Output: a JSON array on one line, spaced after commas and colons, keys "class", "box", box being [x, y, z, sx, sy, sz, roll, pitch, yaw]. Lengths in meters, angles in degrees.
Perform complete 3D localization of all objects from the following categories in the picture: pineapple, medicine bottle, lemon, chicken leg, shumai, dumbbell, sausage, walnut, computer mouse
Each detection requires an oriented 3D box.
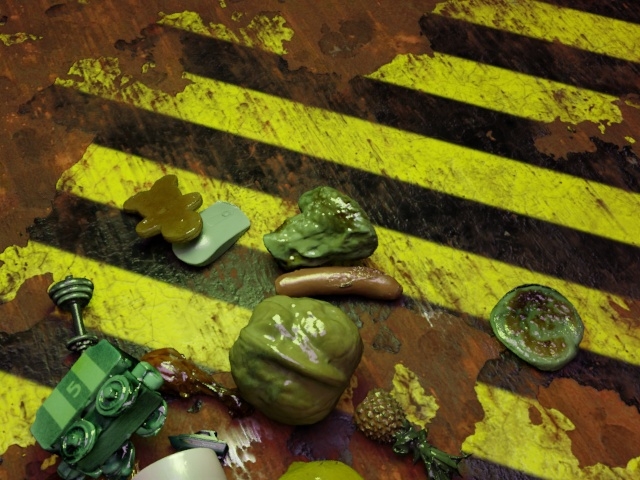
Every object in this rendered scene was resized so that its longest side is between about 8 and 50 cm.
[{"class": "pineapple", "box": [0.204, 0.447, 1.733, 0.277, 0.130, 0.119, 34, 75, 17]}, {"class": "medicine bottle", "box": [-0.249, 0.599, 1.555, 0.241, 0.241, 0.301, -22, 61, -14]}, {"class": "lemon", "box": [0.007, 0.579, 1.574, 0.268, 0.267, 0.267, 1, 58, -1]}, {"class": "chicken leg", "box": [-0.289, 0.332, 1.823, 0.305, 0.093, 0.113, 19, 48, 6]}, {"class": "shumai", "box": [0.000, 0.000, 1.958, 0.272, 0.222, 0.203, -4, 37, 51]}, {"class": "dumbbell", "box": [-0.593, 0.200, 1.892, 0.110, 0.110, 0.254, -15, 66, -11]}, {"class": "sausage", "box": [0.047, 0.109, 1.970, 0.327, 0.079, 0.087, -1, 88, 0]}, {"class": "walnut", "box": [-0.057, 0.266, 1.764, 0.277, 0.253, 0.282, 24, 60, 13]}, {"class": "computer mouse", "box": [-0.291, -0.023, 2.053, 0.128, 0.079, 0.231, 32, 59, 15]}]

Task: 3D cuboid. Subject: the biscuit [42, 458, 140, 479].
[{"class": "biscuit", "box": [-0.479, 0.558, 1.702, 0.281, 0.043, 0.183, 14, 55, 4]}]

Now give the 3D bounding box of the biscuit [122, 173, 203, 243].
[{"class": "biscuit", "box": [-0.403, -0.071, 2.043, 0.197, 0.049, 0.301, -36, 41, -16]}]

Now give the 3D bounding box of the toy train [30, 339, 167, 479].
[{"class": "toy train", "box": [-0.478, 0.380, 1.700, 0.238, 0.167, 0.299, 31, 77, 42]}]

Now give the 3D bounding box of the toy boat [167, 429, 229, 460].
[{"class": "toy boat", "box": [-0.279, 0.459, 1.755, 0.141, 0.055, 0.060, 8, 65, 4]}]

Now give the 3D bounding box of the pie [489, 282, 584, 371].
[{"class": "pie", "box": [0.540, 0.212, 1.932, 0.241, 0.054, 0.240, 1, 56, -2]}]
